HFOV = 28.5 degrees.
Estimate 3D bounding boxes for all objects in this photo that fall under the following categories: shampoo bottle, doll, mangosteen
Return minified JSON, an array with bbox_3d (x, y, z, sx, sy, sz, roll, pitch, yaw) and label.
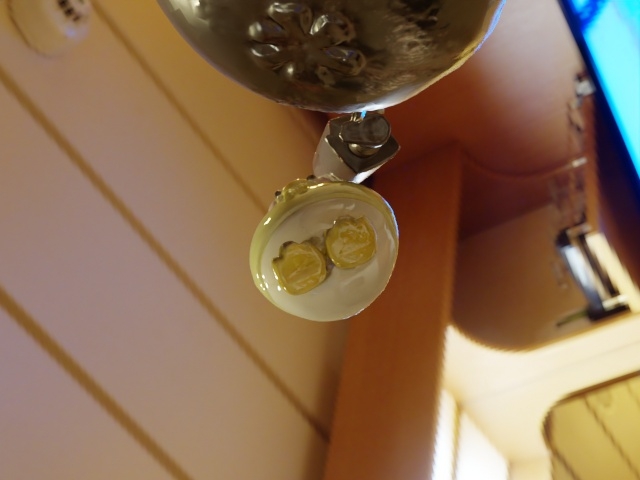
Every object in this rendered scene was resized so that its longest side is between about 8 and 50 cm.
[{"bbox_3d":[0.034,-0.096,1.320,0.067,0.068,0.236,62,169,1],"label":"shampoo bottle"},{"bbox_3d":[-0.007,-0.010,1.193,0.117,0.141,0.296,57,-179,-20],"label":"doll"},{"bbox_3d":[0.005,-0.127,0.474,0.152,0.152,0.152,42,-144,-40],"label":"mangosteen"}]

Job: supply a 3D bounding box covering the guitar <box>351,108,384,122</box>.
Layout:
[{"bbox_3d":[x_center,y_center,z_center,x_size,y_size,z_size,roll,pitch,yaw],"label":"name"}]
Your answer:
[{"bbox_3d":[0.072,-0.213,1.034,0.084,0.038,0.271,76,-153,-65],"label":"guitar"}]
